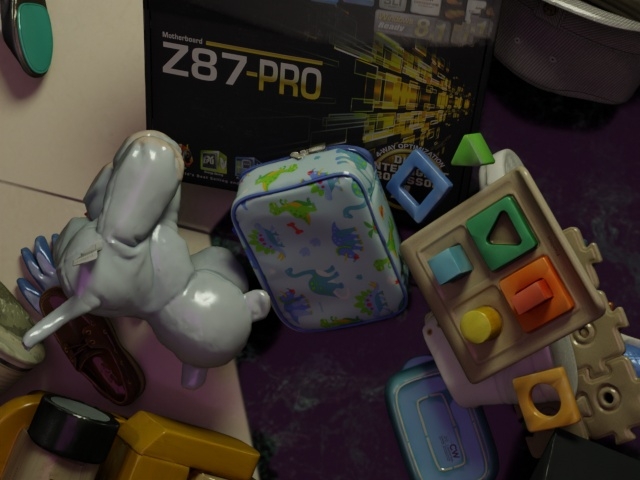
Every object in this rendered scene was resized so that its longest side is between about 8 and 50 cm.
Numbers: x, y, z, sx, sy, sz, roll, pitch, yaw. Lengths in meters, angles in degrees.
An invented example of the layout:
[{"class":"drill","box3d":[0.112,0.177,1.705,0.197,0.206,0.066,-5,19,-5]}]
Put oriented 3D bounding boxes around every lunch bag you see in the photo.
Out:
[{"class":"lunch bag","box3d":[0.000,0.000,1.301,0.176,0.090,0.219,-14,122,16]}]

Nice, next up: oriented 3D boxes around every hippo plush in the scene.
[{"class":"hippo plush","box3d":[-0.166,0.026,1.276,0.236,0.294,0.234,32,103,-17]}]

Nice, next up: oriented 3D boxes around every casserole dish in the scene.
[{"class":"casserole dish","box3d":[0.147,0.231,1.348,0.114,0.037,0.188,-19,85,6]}]

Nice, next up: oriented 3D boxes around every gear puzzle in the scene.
[{"class":"gear puzzle","box3d":[0.301,0.162,1.292,0.175,0.044,0.339,-28,73,34]}]

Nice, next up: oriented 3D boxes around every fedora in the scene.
[{"class":"fedora","box3d":[0.299,-0.242,1.294,0.275,0.244,0.124,26,118,12]}]

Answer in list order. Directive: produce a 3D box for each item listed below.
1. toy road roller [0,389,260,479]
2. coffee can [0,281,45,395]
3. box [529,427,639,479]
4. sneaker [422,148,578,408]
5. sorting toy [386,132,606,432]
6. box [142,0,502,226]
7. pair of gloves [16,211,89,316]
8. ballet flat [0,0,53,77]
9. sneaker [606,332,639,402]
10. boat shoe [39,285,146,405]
[{"class":"toy road roller","box3d":[-0.259,0.290,1.336,0.330,0.240,0.202,23,88,-29]},{"class":"coffee can","box3d":[-0.505,0.162,1.345,0.275,0.201,0.201,-41,82,2]},{"class":"box","box3d":[0.293,0.359,1.225,0.184,0.103,0.261,21,124,6]},{"class":"sneaker","box3d":[0.183,0.052,1.287,0.169,0.108,0.292,-14,83,34]},{"class":"sorting toy","box3d":[0.185,0.044,1.197,0.196,0.047,0.347,-36,76,36]},{"class":"box","box3d":[-0.004,-0.190,1.283,0.395,0.097,0.318,12,126,7]},{"class":"pair of gloves","box3d":[-0.287,0.042,1.420,0.198,0.023,0.159,-28,85,5]},{"class":"ballet flat","box3d":[-0.392,-0.309,1.440,0.074,0.074,0.203,-6,91,6]},{"class":"sneaker","box3d":[0.379,0.161,1.313,0.152,0.058,0.084,17,83,11]},{"class":"boat shoe","box3d":[-0.285,0.131,1.376,0.064,0.060,0.178,-37,95,7]}]
